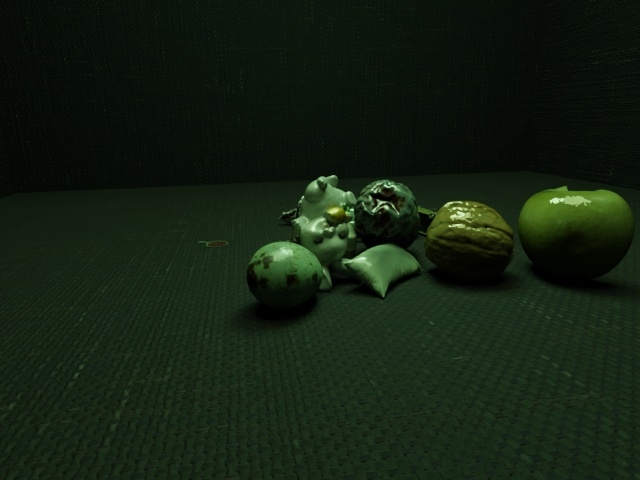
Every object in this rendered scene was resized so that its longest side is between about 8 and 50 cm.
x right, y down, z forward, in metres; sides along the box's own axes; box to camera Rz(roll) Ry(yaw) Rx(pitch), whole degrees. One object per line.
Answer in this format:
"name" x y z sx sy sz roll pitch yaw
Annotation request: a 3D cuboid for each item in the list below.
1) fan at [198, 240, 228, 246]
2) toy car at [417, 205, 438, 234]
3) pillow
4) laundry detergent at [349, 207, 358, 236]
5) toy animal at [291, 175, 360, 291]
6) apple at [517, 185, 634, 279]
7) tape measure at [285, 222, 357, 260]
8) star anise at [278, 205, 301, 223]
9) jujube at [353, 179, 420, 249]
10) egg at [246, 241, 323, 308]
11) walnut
"fan" -0.424 0.011 1.706 0.133 0.005 0.085 6 18 23
"toy car" 0.441 -0.077 1.786 0.124 0.101 0.256 -3 16 -27
"pillow" 0.189 0.078 1.265 0.144 0.078 0.254 47 36 18
"laundry detergent" 0.190 -0.074 1.764 0.397 0.125 0.264 6 15 19
"toy animal" 0.020 -0.024 1.282 0.208 0.325 0.154 -13 -2 -34
"apple" 0.712 -0.022 1.277 0.233 0.258 0.295 -4 12 -8
"tape measure" 0.000 0.000 1.499 0.231 0.133 0.271 6 16 -1
"star anise" -0.069 -0.123 1.984 0.231 0.089 0.209 -15 17 17
"jujube" 0.218 -0.074 1.448 0.226 0.226 0.317 3 -16 16
"egg" -0.084 0.087 1.111 0.169 0.169 0.231 11 6 37
"walnut" 0.442 0.002 1.291 0.257 0.257 0.224 0 -16 4
